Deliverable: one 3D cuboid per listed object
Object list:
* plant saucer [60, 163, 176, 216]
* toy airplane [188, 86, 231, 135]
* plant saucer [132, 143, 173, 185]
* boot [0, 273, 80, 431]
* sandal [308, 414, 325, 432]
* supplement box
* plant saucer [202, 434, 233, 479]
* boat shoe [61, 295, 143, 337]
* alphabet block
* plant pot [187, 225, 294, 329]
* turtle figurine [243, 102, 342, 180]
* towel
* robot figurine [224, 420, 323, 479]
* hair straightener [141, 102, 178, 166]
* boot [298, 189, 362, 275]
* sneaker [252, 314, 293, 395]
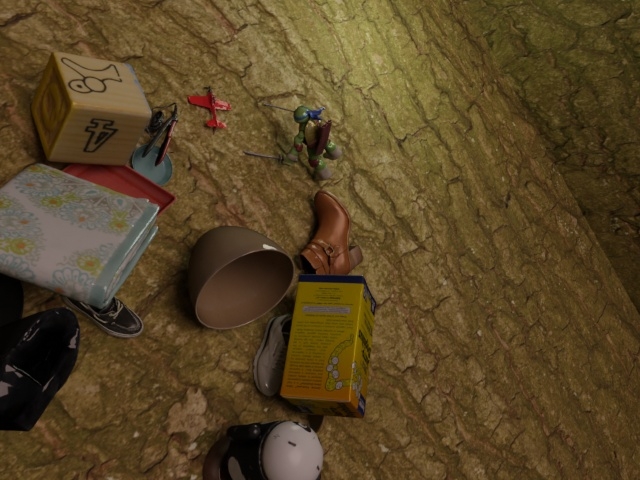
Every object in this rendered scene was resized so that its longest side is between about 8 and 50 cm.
[{"bbox_3d":[-0.528,-0.085,1.662,0.259,0.047,0.258,32,48,7],"label":"plant saucer"},{"bbox_3d":[-0.319,-0.386,2.030,0.151,0.028,0.151,16,66,-39],"label":"toy airplane"},{"bbox_3d":[-0.456,-0.200,1.852,0.119,0.021,0.119,14,68,-38],"label":"plant saucer"},{"bbox_3d":[-0.599,0.177,1.310,0.146,0.445,0.366,27,60,-34],"label":"boot"},{"bbox_3d":[0.018,0.445,2.028,0.079,0.088,0.239,14,62,-33],"label":"sandal"},{"bbox_3d":[0.031,0.294,1.926,0.194,0.196,0.356,61,34,-59],"label":"supplement box"},{"bbox_3d":[-0.215,0.607,1.802,0.199,0.036,0.198,15,66,-38],"label":"plant saucer"},{"bbox_3d":[-0.514,0.168,1.649,0.219,0.070,0.077,36,56,-29],"label":"boat shoe"},{"bbox_3d":[-0.552,-0.310,1.648,0.197,0.193,0.192,0,50,-42],"label":"alphabet block"},{"bbox_3d":[-0.238,0.071,1.826,0.284,0.284,0.191,0,39,-42],"label":"plant pot"},{"bbox_3d":[-0.066,-0.321,2.188,0.266,0.275,0.197,50,23,-45],"label":"turtle figurine"},{"bbox_3d":[-0.538,-0.021,1.449,0.321,0.090,0.374,18,28,-3],"label":"towel"},{"bbox_3d":[-0.118,0.531,1.696,0.209,0.278,0.173,2,75,-41],"label":"robot figurine"},{"bbox_3d":[-0.439,-0.305,1.864,0.089,0.047,0.230,33,47,-24],"label":"hair straightener"},{"bbox_3d":[0.000,0.000,2.158,0.220,0.109,0.283,-30,105,-39],"label":"boot"},{"bbox_3d":[-0.121,0.320,1.939,0.090,0.095,0.234,26,62,-35],"label":"sneaker"}]
